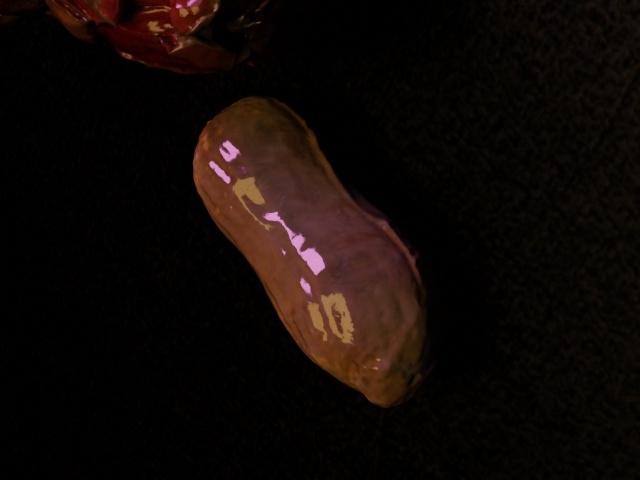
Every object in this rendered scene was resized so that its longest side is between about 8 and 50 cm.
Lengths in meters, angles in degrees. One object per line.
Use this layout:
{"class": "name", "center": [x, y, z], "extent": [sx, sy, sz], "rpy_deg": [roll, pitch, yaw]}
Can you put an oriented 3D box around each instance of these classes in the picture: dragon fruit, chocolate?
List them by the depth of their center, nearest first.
{"class": "dragon fruit", "center": [-0.118, -0.279, 1.091], "extent": [0.342, 0.277, 0.277], "rpy_deg": [46, 126, 22]}
{"class": "chocolate", "center": [0.000, 0.000, 1.134], "extent": [0.309, 0.134, 0.134], "rpy_deg": [57, 131, 25]}

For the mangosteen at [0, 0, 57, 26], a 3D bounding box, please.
{"class": "mangosteen", "center": [-0.288, -0.301, 1.314], "extent": [0.215, 0.215, 0.257], "rpy_deg": [53, 163, 24]}
